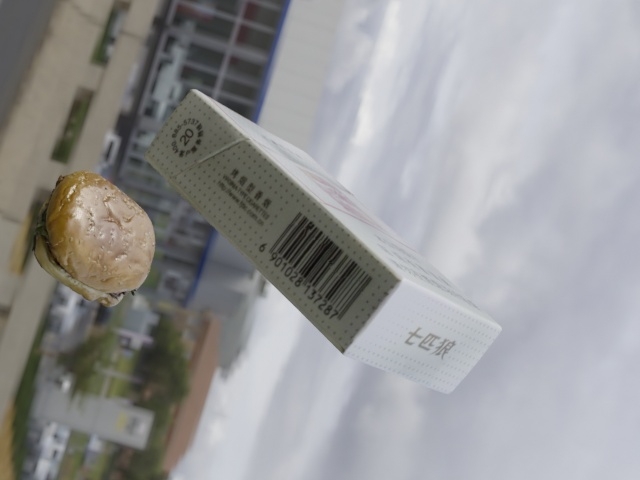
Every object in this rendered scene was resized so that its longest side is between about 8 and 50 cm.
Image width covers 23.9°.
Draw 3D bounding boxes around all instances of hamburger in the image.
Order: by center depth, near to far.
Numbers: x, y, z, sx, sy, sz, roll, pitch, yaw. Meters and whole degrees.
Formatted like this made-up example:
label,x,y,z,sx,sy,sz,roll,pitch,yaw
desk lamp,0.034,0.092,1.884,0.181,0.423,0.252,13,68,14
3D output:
label,x,y,z,sx,sy,sz,roll,pitch,yaw
hamburger,-0.141,-0.002,0.955,0.044,0.083,0.076,-28,-135,37

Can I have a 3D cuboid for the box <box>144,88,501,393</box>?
label,x,y,z,sx,sy,sz,roll,pitch,yaw
box,-0.001,0.000,1.475,0.095,0.330,0.210,-53,145,7
